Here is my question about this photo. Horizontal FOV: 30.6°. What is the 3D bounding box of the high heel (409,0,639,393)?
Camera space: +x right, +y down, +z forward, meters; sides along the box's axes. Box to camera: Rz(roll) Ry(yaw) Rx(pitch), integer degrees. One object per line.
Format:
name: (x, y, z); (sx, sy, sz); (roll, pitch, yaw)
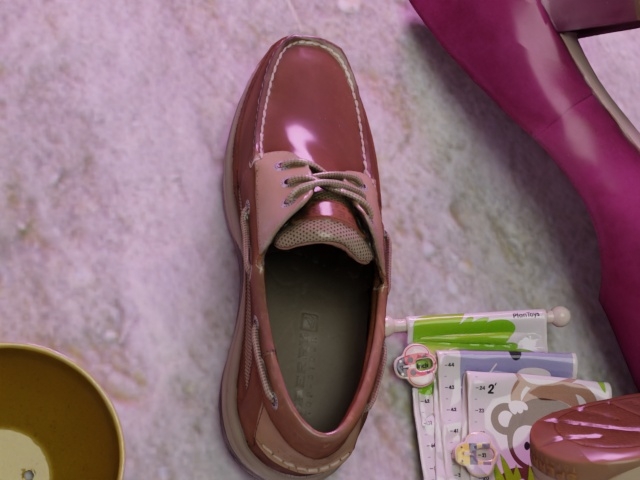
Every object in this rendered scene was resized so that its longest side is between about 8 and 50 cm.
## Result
high heel: (0.184, -0.045, 0.911); (0.181, 0.127, 0.378); (-10, 82, 20)

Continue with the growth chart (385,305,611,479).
growth chart: (0.143, 0.154, 0.825); (0.171, 0.021, 0.237); (-8, 69, -11)

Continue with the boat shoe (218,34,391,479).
boat shoe: (0.000, 0.000, 0.797); (0.123, 0.116, 0.325); (4, 70, -17)

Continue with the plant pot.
plant pot: (-0.190, 0.136, 0.698); (0.134, 0.095, 0.134); (6, 70, -16)

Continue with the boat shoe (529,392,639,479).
boat shoe: (0.295, 0.165, 0.800); (0.341, 0.123, 0.123); (-6, 101, -25)
